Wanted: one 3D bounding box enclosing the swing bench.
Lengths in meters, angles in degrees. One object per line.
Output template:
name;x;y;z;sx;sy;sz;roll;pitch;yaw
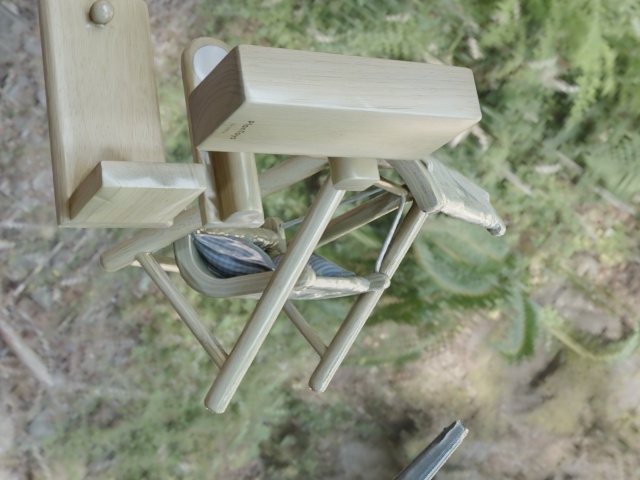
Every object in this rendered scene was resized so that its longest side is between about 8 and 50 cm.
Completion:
swing bench;0.000;0.000;0.946;0.254;0.165;0.253;-43;163;12

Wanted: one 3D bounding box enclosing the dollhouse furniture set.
dollhouse furniture set;-0.036;-0.087;0.511;0.144;0.123;0.151;0;162;-30

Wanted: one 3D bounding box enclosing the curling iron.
curling iron;0.038;0.266;1.013;0.274;0.035;0.068;-51;-179;10
